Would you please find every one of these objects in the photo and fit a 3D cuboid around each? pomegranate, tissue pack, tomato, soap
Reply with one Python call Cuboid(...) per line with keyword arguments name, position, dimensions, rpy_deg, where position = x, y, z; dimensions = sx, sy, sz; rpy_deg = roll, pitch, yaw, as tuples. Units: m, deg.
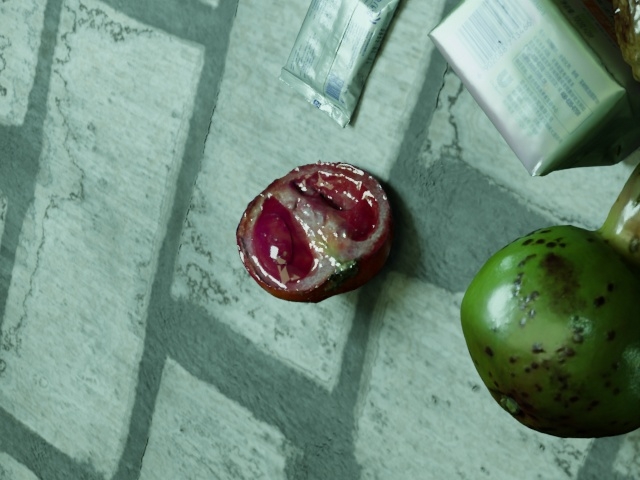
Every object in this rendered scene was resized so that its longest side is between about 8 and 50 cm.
Cuboid(name="pomegranate", position=(0.288, 0.075, 1.357), dimensions=(0.286, 0.231, 0.231), rpy_deg=(-32, 75, 9))
Cuboid(name="tissue pack", position=(0.022, -0.248, 1.624), dimensions=(0.122, 0.026, 0.193), rpy_deg=(39, 120, 28))
Cuboid(name="tomato", position=(0.000, 0.000, 1.644), dimensions=(0.189, 0.099, 0.173), rpy_deg=(-31, 55, -1))
Cuboid(name="soap", position=(0.245, -0.178, 1.349), dimensions=(0.138, 0.182, 0.199), rpy_deg=(-46, 68, 33))

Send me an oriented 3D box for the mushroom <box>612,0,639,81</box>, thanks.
Cuboid(name="mushroom", position=(0.342, -0.312, 1.185), dimensions=(0.345, 0.239, 0.345), rpy_deg=(30, 137, 32))
